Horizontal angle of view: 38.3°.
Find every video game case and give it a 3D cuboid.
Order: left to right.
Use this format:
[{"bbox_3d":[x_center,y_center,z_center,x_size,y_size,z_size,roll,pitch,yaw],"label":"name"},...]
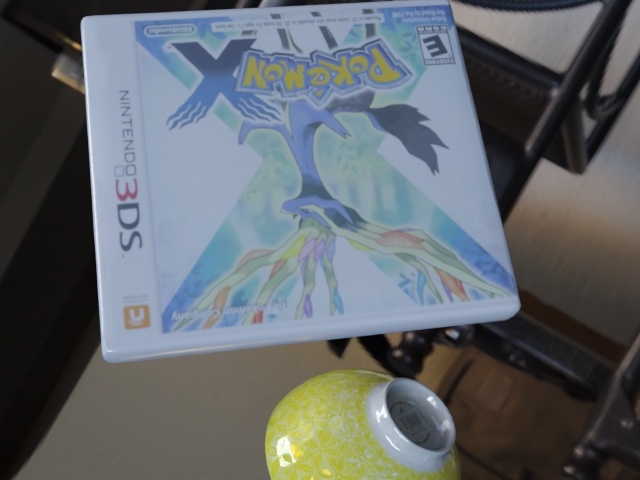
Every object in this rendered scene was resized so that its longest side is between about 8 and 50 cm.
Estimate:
[{"bbox_3d":[-0.023,-0.063,0.765,0.329,0.300,0.036,-5,159,-10],"label":"video game case"}]

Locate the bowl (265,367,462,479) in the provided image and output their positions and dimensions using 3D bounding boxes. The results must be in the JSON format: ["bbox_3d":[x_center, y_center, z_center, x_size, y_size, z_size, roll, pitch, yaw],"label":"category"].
[{"bbox_3d":[0.089,0.273,1.221,0.289,0.156,0.289,26,-145,-20],"label":"bowl"}]
